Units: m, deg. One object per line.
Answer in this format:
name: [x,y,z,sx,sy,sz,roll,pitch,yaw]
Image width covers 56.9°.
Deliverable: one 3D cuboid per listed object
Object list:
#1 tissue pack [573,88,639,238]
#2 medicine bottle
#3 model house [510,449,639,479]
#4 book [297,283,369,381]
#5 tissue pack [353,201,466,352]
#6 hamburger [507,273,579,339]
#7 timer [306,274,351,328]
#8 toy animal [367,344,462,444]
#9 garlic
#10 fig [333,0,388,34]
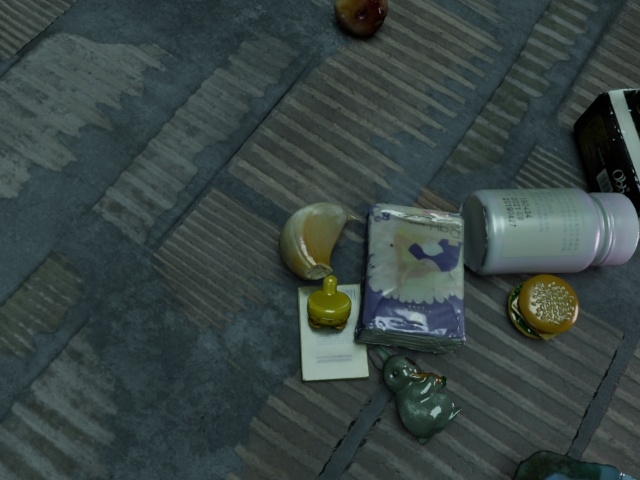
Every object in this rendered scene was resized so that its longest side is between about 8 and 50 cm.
tissue pack: [0.826,-0.193,1.548,0.198,0.210,0.369,-2,69,-9]
medicine bottle: [0.551,-0.023,1.455,0.379,0.213,0.213,-1,68,-5]
model house: [0.580,0.642,1.182,0.339,0.297,0.360,27,64,-33]
book: [0.030,0.219,1.417,0.161,0.026,0.230,-2,68,-4]
tissue pack: [0.218,0.084,1.424,0.243,0.125,0.343,8,61,-2]
hamburger: [0.538,0.161,1.430,0.162,0.115,0.161,1,70,-3]
timer: [0.021,0.145,1.373,0.107,0.109,0.107,3,25,-2]
toy animal: [0.197,0.325,1.342,0.127,0.125,0.251,-24,62,-43]
garlic: [-0.010,-0.009,1.440,0.164,0.145,0.245,23,47,12]
fig: [0.110,-0.725,1.763,0.159,0.159,0.257,-6,49,-7]
